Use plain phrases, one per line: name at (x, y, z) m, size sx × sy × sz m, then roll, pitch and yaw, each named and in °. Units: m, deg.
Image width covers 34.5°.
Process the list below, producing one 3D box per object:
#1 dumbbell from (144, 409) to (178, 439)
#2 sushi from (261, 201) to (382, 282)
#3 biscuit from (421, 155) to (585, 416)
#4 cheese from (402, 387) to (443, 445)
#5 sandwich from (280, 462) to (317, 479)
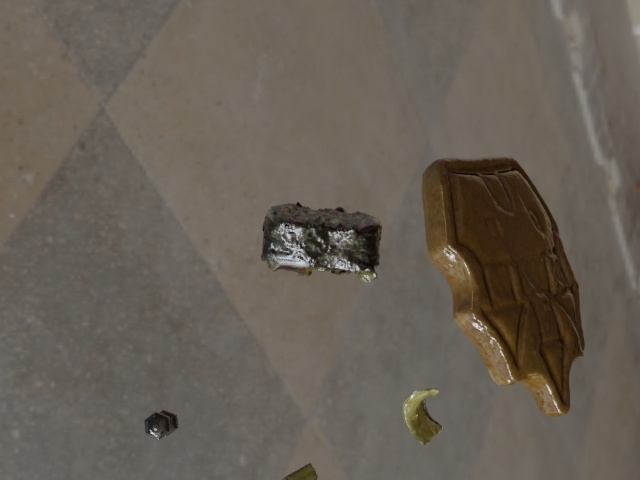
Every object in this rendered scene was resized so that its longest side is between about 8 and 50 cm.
dumbbell at (-0.229, 0.265, 1.489) m, size 0.083 × 0.040 × 0.036 m, roll 71°, pitch 41°, yaw -83°
sushi at (0.000, 0.000, 1.836) m, size 0.147 × 0.212 × 0.115 m, roll -111°, pitch -154°, yaw -67°
biscuit at (0.158, 0.034, 0.818) m, size 0.182 × 0.034 × 0.215 m, roll -8°, pitch 76°, yaw -51°
cheese at (0.142, 0.237, 1.448) m, size 0.060 × 0.041 × 0.084 m, roll -25°, pitch 117°, yaw -46°
sandwich at (-0.039, 0.355, 1.505) m, size 0.031 × 0.044 × 0.083 m, roll 55°, pitch 27°, yaw 16°
